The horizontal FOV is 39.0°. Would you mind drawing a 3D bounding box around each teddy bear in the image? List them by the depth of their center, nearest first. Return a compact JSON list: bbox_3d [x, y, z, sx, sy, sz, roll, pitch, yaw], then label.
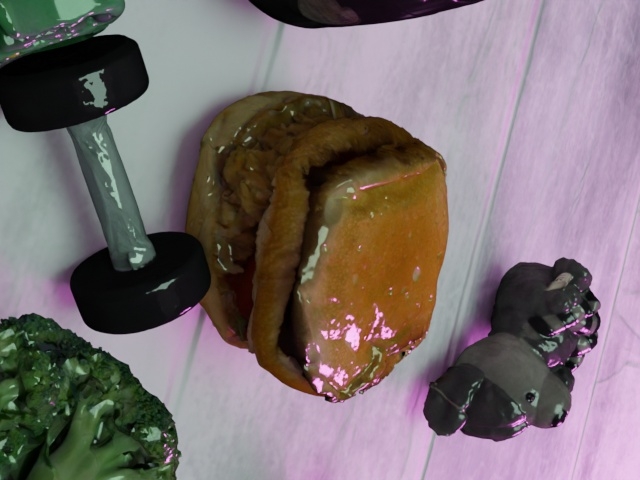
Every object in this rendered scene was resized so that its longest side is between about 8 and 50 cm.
[{"bbox_3d":[0.238,0.159,1.060,0.251,0.144,0.171,-56,147,-19],"label":"teddy bear"}]

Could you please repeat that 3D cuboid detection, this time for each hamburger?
[{"bbox_3d":[0.000,0.000,0.754,0.244,0.163,0.244,-25,122,-48],"label":"hamburger"}]

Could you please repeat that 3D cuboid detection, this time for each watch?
[{"bbox_3d":[-0.202,-0.177,0.526,0.165,0.131,0.152,-29,108,-39],"label":"watch"}]

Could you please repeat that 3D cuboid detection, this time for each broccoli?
[{"bbox_3d":[-0.192,0.168,0.504,0.269,0.270,0.270,-5,105,-17],"label":"broccoli"}]

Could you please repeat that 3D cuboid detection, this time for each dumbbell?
[{"bbox_3d":[-0.147,-0.038,0.626,0.100,0.100,0.191,-36,123,-37],"label":"dumbbell"}]

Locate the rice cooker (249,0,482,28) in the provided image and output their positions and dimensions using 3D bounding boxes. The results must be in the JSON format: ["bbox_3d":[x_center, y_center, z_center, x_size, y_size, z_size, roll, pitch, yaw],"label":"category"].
[{"bbox_3d":[0.034,-0.292,0.676,0.267,0.224,0.267,-14,110,-44],"label":"rice cooker"}]
